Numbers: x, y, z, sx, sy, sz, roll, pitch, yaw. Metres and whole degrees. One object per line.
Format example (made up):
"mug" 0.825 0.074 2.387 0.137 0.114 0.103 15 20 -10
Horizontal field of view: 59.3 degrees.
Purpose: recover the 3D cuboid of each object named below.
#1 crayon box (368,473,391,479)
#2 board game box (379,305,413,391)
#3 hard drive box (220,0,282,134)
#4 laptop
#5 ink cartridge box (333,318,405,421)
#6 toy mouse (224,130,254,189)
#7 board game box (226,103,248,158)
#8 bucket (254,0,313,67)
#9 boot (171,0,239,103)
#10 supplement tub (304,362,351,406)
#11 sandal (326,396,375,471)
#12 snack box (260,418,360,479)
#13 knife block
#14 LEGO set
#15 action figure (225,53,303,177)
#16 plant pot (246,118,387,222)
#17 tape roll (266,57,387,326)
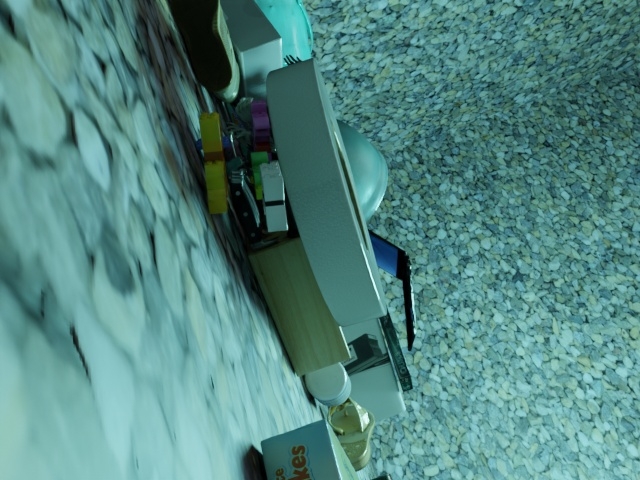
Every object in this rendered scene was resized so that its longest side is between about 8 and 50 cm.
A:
"crayon box" 0.164 0.656 1.148 0.202 0.081 0.319 -111 -178 -54
"board game box" 0.157 0.222 1.216 0.126 0.026 0.186 68 5 -61
"hard drive box" -0.153 -0.367 1.155 0.181 0.089 0.232 57 -18 25
"laptop" 0.133 0.103 1.257 0.234 0.136 0.264 69 18 -70
"ink cartridge box" 0.043 0.185 1.285 0.285 0.166 0.395 -108 180 -63
"toy mouse" -0.130 -0.114 0.879 0.143 0.031 0.161 72 -1 -55
"board game box" -0.180 -0.267 1.401 0.210 0.047 0.160 78 -7 -84
"bucket" -0.154 -0.505 1.419 0.281 0.281 0.183 -112 -171 -82
"boot" -0.191 -0.349 0.966 0.165 0.077 0.213 -108 -176 -85
"supplement tub" 0.014 0.242 0.954 0.107 0.071 0.071 71 -1 -65
"sandal" 0.051 0.323 1.026 0.240 0.088 0.079 -77 154 -82
"snack box" 0.035 0.305 0.488 0.322 0.060 0.187 71 -1 -50
"knife block" -0.049 0.033 0.789 0.242 0.088 0.276 70 1 -68
"LEGO set" -0.092 -0.100 0.608 0.227 0.087 0.093 -110 -165 -59
"action figure" -0.103 -0.194 1.018 0.164 0.141 0.276 -26 -141 60
"plant pot" -0.032 -0.152 1.185 0.196 0.293 0.293 45 18 -43
"tape roll" 0.015 -0.067 0.833 0.392 0.072 0.392 -15 90 -84
